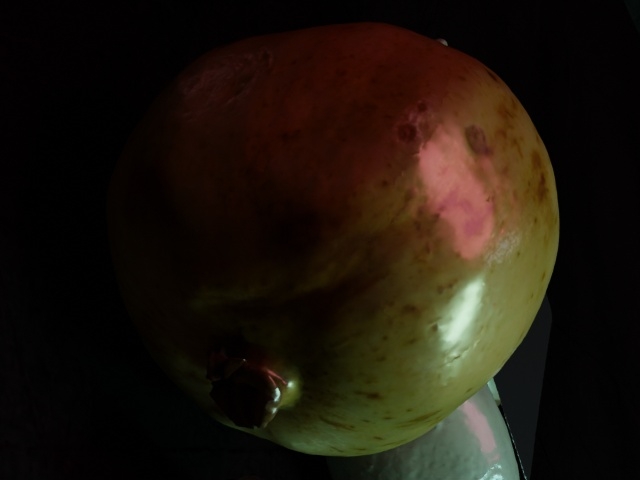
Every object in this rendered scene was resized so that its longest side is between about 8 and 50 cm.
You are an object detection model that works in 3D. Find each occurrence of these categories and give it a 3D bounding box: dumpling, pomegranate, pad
[{"bbox_3d":[0.050,0.125,0.869,0.153,0.108,0.219,-159,-122,-69],"label":"dumpling"},{"bbox_3d":[0.000,0.000,0.707,0.215,0.215,0.215,49,30,-41],"label":"pomegranate"},{"bbox_3d":[0.120,0.029,0.964,0.265,0.009,0.159,-60,133,-67],"label":"pad"}]

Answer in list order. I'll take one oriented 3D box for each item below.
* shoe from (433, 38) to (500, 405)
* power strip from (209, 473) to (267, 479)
[{"bbox_3d":[0.085,-0.012,1.049,0.275,0.098,0.103,68,25,-5],"label":"shoe"},{"bbox_3d":[0.021,0.235,0.731,0.387,0.066,0.092,53,25,-34],"label":"power strip"}]
